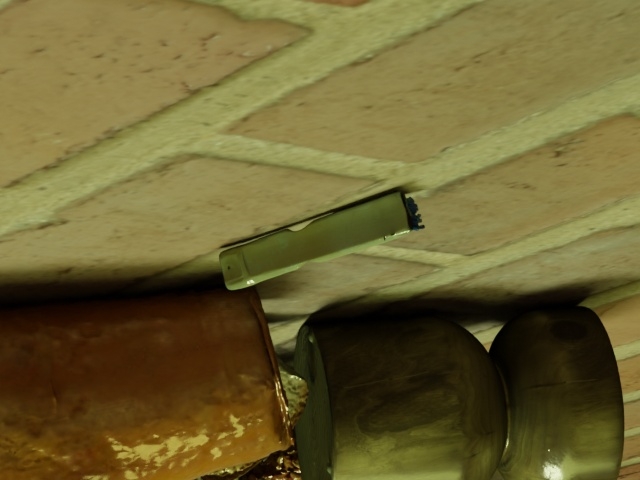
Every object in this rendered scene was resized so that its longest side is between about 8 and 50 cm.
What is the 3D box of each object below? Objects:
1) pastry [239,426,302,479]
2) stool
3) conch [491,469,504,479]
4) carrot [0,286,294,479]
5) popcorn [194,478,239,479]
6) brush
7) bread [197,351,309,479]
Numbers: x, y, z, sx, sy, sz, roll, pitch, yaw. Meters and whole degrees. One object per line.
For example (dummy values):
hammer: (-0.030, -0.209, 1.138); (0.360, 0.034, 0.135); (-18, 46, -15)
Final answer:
pastry: (-0.049, 0.200, 1.897); (0.169, 0.087, 0.063); (-6, 124, 27)
stool: (0.117, 0.154, 1.786); (0.264, 0.179, 0.179); (-3, 165, -12)
conch: (0.103, 0.308, 2.334); (0.368, 0.197, 0.249); (7, -165, -43)
carrot: (-0.153, 0.130, 1.580); (0.254, 0.196, 0.196); (-10, 165, -3)
popcorn: (-0.242, 0.223, 1.825); (0.334, 0.293, 0.292); (47, 171, -38)
brush: (0.000, 0.000, 1.448); (0.178, 0.033, 0.030); (-18, 175, 38)
bread: (-0.082, 0.133, 1.721); (0.129, 0.126, 0.044); (-36, -159, -16)
